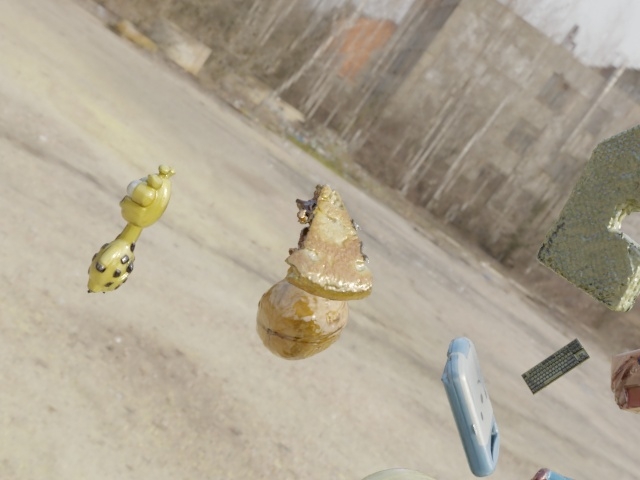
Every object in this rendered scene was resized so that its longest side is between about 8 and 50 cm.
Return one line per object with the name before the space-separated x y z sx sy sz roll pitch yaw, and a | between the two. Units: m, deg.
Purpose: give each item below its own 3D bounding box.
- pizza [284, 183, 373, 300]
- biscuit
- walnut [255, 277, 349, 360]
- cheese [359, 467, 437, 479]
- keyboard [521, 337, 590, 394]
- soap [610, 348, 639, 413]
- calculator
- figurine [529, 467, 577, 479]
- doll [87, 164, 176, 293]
pizza | 0.000 0.001 1.459 0.154 0.069 0.194 12 58 -27
biscuit | 0.384 -0.044 1.194 0.046 0.250 0.147 12 21 -41
walnut | -0.029 0.126 1.576 0.144 0.144 0.180 38 42 19
cheese | 0.139 0.358 1.196 0.249 0.163 0.071 0 22 -27
keyboard | 0.443 0.238 1.785 0.015 0.129 0.049 42 17 -45
soap | 0.559 0.210 1.384 0.218 0.098 0.273 -16 -23 39
calculator | 0.219 0.241 1.365 0.121 0.039 0.210 -49 124 -65
figurine | 0.458 0.550 1.770 0.185 0.127 0.234 39 38 -7
doll | -0.371 -0.022 1.845 0.086 0.291 0.117 30 6 6
